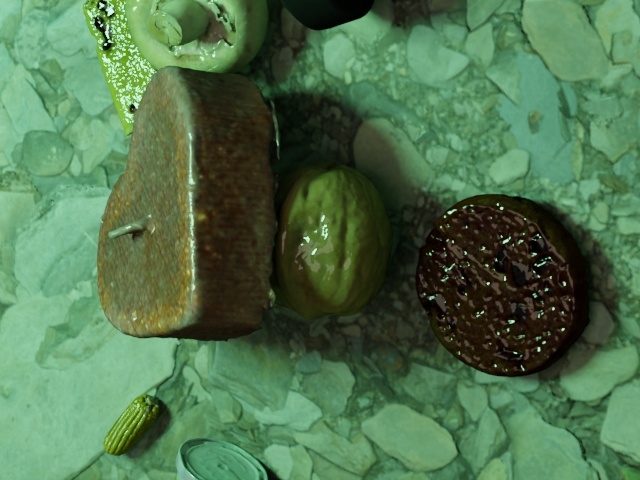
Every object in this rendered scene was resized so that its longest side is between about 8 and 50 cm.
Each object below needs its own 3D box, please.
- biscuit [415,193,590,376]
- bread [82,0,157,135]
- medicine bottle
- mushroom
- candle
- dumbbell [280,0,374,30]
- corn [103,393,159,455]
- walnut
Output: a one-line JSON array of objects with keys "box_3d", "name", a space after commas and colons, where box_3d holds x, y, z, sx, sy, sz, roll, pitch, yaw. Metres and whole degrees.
[{"box_3d": [0.185, 0.045, 1.701, 0.192, 0.049, 0.192, 8, 109, 24], "name": "biscuit"}, {"box_3d": [-0.213, -0.235, 1.865, 0.088, 0.049, 0.226, -21, 88, 30], "name": "bread"}, {"box_3d": [-0.185, 0.430, 1.943, 0.108, 0.108, 0.426, 32, 114, 20], "name": "medicine bottle"}, {"box_3d": [-0.132, -0.238, 1.772, 0.154, 0.122, 0.154, 10, 117, 20], "name": "mushroom"}, {"box_3d": [-0.146, -0.004, 1.742, 0.317, 0.131, 0.287, -66, 34, 36], "name": "candle"}, {"box_3d": [0.066, -0.305, 1.643, 0.218, 0.152, 0.152, -14, 92, 29], "name": "dumbbell"}, {"box_3d": [-0.222, 0.218, 1.961, 0.037, 0.037, 0.092, 48, 120, 13], "name": "corn"}, {"box_3d": [0.000, 0.000, 1.734, 0.166, 0.149, 0.167, -6, 79, 30], "name": "walnut"}]
